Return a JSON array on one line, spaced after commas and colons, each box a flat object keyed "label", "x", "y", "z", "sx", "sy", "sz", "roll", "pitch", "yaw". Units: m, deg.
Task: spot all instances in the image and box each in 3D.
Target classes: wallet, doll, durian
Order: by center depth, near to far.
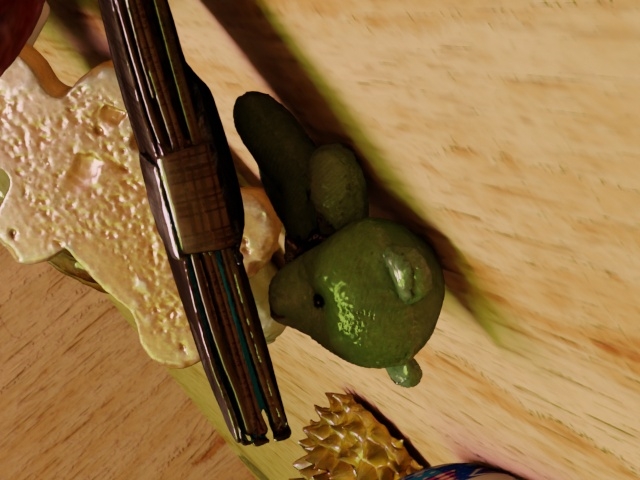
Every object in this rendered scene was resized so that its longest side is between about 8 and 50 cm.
[{"label": "wallet", "x": -0.060, "y": -0.028, "z": 0.895, "sx": 0.124, "sy": 0.042, "sz": 0.230, "roll": -127, "pitch": 24, "yaw": -74}, {"label": "doll", "x": 0.000, "y": 0.000, "z": 0.917, "sx": 0.150, "sy": 0.077, "sz": 0.115, "roll": 58, "pitch": 166, "yaw": 34}, {"label": "durian", "x": 0.035, "y": 0.195, "z": 1.497, "sx": 0.132, "sy": 0.165, "sz": 0.182, "roll": 7, "pitch": -173, "yaw": 12}]

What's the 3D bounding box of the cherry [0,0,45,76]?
[{"label": "cherry", "x": -0.238, "y": -0.132, "z": 0.952, "sx": 0.175, "sy": 0.250, "sz": 0.192, "roll": 36, "pitch": 169, "yaw": 22}]

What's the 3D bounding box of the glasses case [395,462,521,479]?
[{"label": "glasses case", "x": 0.076, "y": 0.186, "z": 1.113, "sx": 0.076, "sy": 0.125, "sz": 0.327, "roll": 60, "pitch": 170, "yaw": -8}]

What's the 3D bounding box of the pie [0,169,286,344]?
[{"label": "pie", "x": -0.153, "y": -0.011, "z": 1.340, "sx": 0.306, "sy": 0.071, "sz": 0.306, "roll": 25, "pitch": 171, "yaw": 4}]

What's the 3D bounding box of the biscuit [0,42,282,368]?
[{"label": "biscuit", "x": -0.135, "y": -0.038, "z": 1.179, "sx": 0.234, "sy": 0.153, "sz": 0.030, "roll": 36, "pitch": -153, "yaw": 1}]

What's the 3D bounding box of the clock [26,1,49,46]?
[{"label": "clock", "x": -0.299, "y": -0.212, "z": 1.265, "sx": 0.262, "sy": 0.116, "sz": 0.231, "roll": 35, "pitch": 172, "yaw": -19}]
